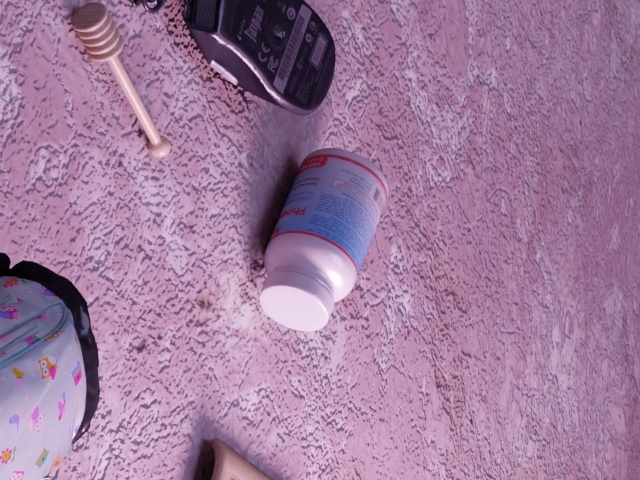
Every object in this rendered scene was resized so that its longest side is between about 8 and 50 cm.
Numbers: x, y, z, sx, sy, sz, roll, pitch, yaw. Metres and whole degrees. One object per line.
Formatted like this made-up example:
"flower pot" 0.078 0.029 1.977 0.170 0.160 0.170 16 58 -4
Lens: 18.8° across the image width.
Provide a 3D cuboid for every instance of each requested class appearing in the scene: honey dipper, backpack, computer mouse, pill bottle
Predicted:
"honey dipper" -0.150 -0.121 1.517 0.161 0.030 0.030 63 38 -47
"backpack" -0.226 0.104 1.281 0.182 0.115 0.152 -34 124 -56
"computer mouse" -0.072 -0.228 1.643 0.262 0.060 0.184 32 66 -47
"pill bottle" 0.000 0.000 1.760 0.087 0.087 0.160 64 38 -43

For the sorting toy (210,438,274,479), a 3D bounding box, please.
"sorting toy" -0.050 0.332 1.736 0.307 0.041 0.229 47 46 -55
